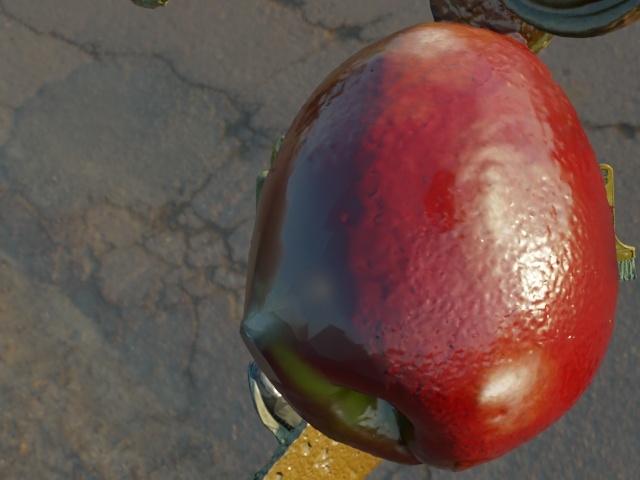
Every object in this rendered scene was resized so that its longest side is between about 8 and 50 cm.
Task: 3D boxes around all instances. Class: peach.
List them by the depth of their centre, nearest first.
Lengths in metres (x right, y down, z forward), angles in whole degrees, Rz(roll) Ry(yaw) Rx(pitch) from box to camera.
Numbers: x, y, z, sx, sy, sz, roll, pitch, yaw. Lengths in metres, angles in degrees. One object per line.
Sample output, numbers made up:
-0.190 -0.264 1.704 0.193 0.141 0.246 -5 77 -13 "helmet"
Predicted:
0.086 -0.007 0.779 0.281 0.281 0.338 5 54 25 "peach"

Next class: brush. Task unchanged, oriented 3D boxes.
0.402 -0.019 1.465 0.082 0.218 0.010 -13 37 3 "brush"

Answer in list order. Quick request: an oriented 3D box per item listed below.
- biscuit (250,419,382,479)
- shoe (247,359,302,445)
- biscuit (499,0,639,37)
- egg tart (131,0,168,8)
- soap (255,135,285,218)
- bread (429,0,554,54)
-0.015 0.269 1.152 0.231 0.131 0.025 -47 35 -19 "biscuit"
-0.029 0.265 1.630 0.112 0.228 0.099 -21 29 12 "shoe"
0.124 -0.177 0.455 0.124 0.175 0.026 21 10 39 "biscuit"
-0.210 -0.360 1.006 0.095 0.279 0.279 -23 38 -30 "egg tart"
0.000 0.001 1.148 0.135 0.233 0.076 14 45 10 "soap"
0.143 -0.207 0.941 0.054 0.154 0.136 -31 77 -42 "bread"
